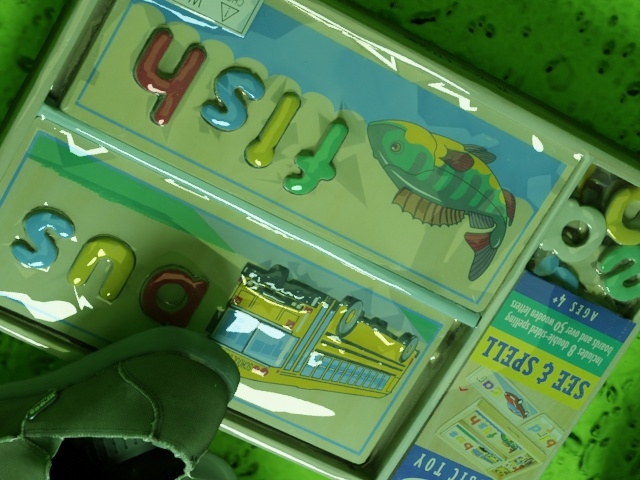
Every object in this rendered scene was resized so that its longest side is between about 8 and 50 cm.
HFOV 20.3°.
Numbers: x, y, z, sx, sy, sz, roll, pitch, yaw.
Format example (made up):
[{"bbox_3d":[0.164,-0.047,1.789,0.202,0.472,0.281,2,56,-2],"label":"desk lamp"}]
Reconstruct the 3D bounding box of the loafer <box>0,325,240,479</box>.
[{"bbox_3d":[-0.158,0.132,1.065,0.251,0.087,0.094,-31,123,32],"label":"loafer"}]

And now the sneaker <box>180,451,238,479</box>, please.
[{"bbox_3d":[-0.073,0.313,1.166,0.123,0.146,0.330,-14,116,-5],"label":"sneaker"}]

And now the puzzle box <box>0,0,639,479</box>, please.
[{"bbox_3d":[0.000,0.000,1.083,0.409,0.052,0.272,25,108,-17],"label":"puzzle box"}]
